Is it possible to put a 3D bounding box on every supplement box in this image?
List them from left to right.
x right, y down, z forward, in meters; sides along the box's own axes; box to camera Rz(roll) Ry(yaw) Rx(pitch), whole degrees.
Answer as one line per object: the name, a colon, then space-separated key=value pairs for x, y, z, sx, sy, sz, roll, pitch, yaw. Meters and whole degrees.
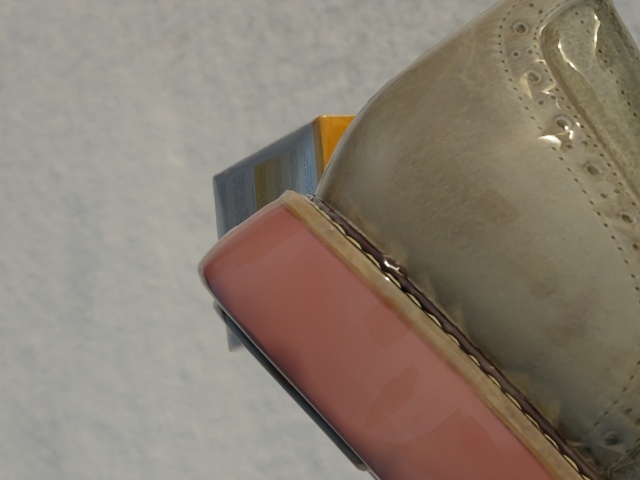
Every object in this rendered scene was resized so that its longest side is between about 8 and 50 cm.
supplement box: x=0.000 y=0.000 z=0.504 sx=0.098 sy=0.036 sz=0.062 roll=161 pitch=105 yaw=-66

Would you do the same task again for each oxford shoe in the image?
oxford shoe: x=0.138 y=0.083 z=0.376 sx=0.130 sy=0.348 sz=0.123 roll=-47 pitch=12 yaw=-2
